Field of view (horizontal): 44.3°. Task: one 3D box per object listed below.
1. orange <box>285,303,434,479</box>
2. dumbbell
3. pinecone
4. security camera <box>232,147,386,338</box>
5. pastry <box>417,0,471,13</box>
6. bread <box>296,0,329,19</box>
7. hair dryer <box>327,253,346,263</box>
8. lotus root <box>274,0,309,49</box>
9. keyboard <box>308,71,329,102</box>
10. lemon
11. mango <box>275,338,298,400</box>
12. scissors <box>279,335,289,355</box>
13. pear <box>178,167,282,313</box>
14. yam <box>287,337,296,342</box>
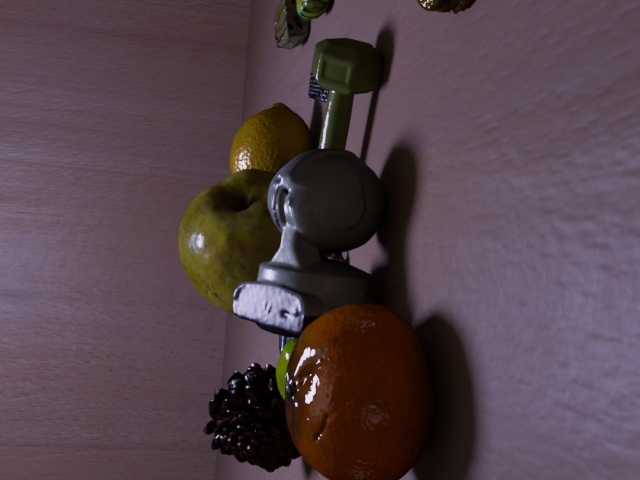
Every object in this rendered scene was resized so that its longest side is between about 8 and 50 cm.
[{"bbox_3d":[0.043,0.187,0.959,0.224,0.170,0.224,-177,90,-79],"label":"orange"},{"bbox_3d":[0.024,-0.184,1.328,0.108,0.121,0.301,-45,-31,-61],"label":"dumbbell"},{"bbox_3d":[-0.121,0.346,1.583,0.221,0.222,0.221,-176,90,-78],"label":"pinecone"},{"bbox_3d":[0.000,0.000,1.176,0.197,0.191,0.277,9,94,47],"label":"security camera"},{"bbox_3d":[0.148,-0.318,0.924,0.109,0.057,0.097,129,142,-71],"label":"pastry"},{"bbox_3d":[-0.013,-0.546,1.718,0.139,0.071,0.130,-123,42,-73],"label":"bread"},{"bbox_3d":[0.018,0.095,1.382,0.117,0.064,0.181,152,127,-76],"label":"hair dryer"},{"bbox_3d":[-0.070,-0.548,1.994,0.144,0.070,0.143,152,115,-71],"label":"lotus root"},{"bbox_3d":[-0.001,-0.337,1.722,0.204,0.013,0.061,-130,45,-73],"label":"keyboard"},{"bbox_3d":[-0.107,-0.192,1.755,0.187,0.187,0.244,161,125,-77],"label":"lemon"},{"bbox_3d":[-0.032,0.251,1.432,0.163,0.089,0.117,92,154,-60],"label":"mango"},{"bbox_3d":[-0.082,0.320,1.817,0.256,0.029,0.383,-178,94,-77],"label":"scissors"},{"bbox_3d":[-0.142,0.018,1.609,0.304,0.304,0.303,-176,90,-78],"label":"pear"},{"bbox_3d":[-0.041,0.219,1.580,0.299,0.066,0.066,116,155,-59],"label":"yam"}]
